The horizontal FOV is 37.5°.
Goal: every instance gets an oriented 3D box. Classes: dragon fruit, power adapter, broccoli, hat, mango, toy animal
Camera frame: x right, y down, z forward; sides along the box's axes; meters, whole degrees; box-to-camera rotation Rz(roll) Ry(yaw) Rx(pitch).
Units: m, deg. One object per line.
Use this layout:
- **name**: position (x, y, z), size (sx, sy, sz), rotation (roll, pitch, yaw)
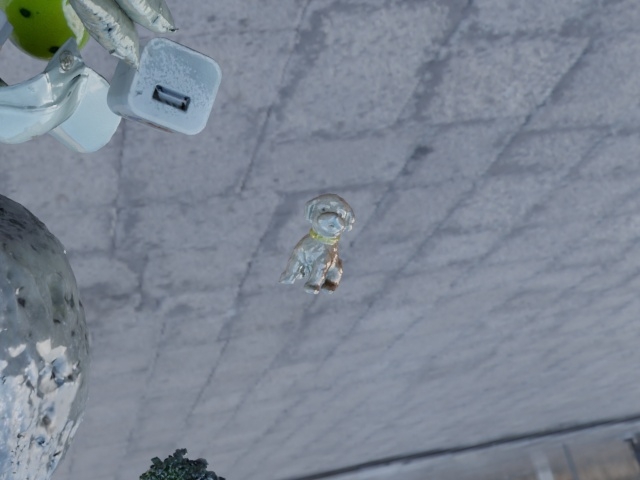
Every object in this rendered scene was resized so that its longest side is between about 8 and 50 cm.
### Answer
- **dragon fruit**: position (-0.287, 0.068, 0.762), size (0.221, 0.283, 0.204), rotation (-58, 153, 11)
- **power adapter**: position (-0.257, -0.239, 1.478), size (0.130, 0.125, 0.205), rotation (19, 179, -26)
- **broccoli**: position (-0.263, 0.440, 1.665), size (0.145, 0.165, 0.304), rotation (-49, -170, -17)
- **hat**: position (-0.486, -0.212, 1.588), size (0.258, 0.168, 0.301), rotation (1, 156, 24)
- **mango**: position (-0.461, -0.400, 1.561), size (0.175, 0.143, 0.293), rotation (28, 160, -6)
- **toy animal**: position (0.014, -0.001, 1.778), size (0.104, 0.185, 0.184), rotation (14, -172, 22)

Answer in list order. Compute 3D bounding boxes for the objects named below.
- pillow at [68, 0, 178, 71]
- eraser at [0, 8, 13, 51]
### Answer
- **pillow**: position (-0.204, -0.248, 0.856), size (0.078, 0.134, 0.181), rotation (-29, 169, 2)
- **eraser**: position (-0.583, -0.237, 1.337), size (0.171, 0.290, 0.087), rotation (29, 163, -13)
